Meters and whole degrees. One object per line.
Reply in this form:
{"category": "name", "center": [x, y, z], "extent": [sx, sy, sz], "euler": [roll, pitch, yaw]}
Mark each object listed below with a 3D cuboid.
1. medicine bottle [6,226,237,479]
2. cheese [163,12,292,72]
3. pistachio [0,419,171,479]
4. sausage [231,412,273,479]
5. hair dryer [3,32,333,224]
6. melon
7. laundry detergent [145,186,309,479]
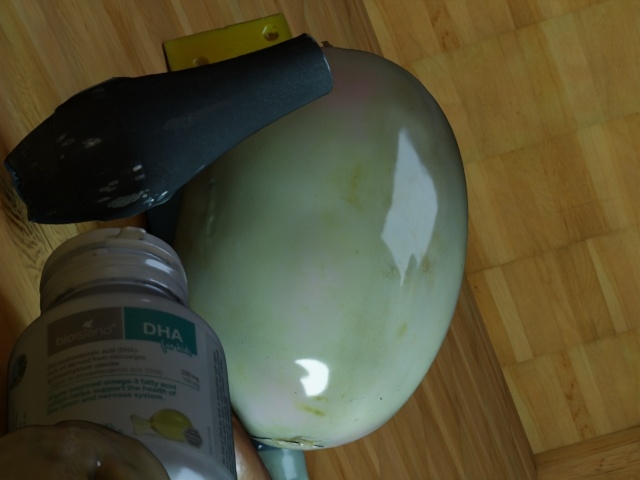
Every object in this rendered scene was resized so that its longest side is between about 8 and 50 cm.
{"category": "medicine bottle", "center": [-0.121, 0.100, 1.176], "extent": [0.135, 0.135, 0.215], "euler": [63, 15, -47]}
{"category": "cheese", "center": [-0.087, -0.133, 1.955], "extent": [0.171, 0.126, 0.093], "euler": [96, -22, -64]}
{"category": "pistachio", "center": [-0.130, 0.199, 0.975], "extent": [0.153, 0.137, 0.238], "euler": [116, -28, -49]}
{"category": "sausage", "center": [-0.031, 0.281, 1.499], "extent": [0.094, 0.094, 0.419], "euler": [-110, 175, -53]}
{"category": "hair dryer", "center": [-0.127, -0.086, 1.412], "extent": [0.091, 0.235, 0.271], "euler": [68, -15, -11]}
{"category": "melon", "center": [0.000, 0.000, 1.486], "extent": [0.223, 0.223, 0.317], "euler": [52, 41, -65]}
{"category": "laundry detergent", "center": [-0.066, 0.090, 1.618], "extent": [0.143, 0.094, 0.290], "euler": [36, 38, -69]}
